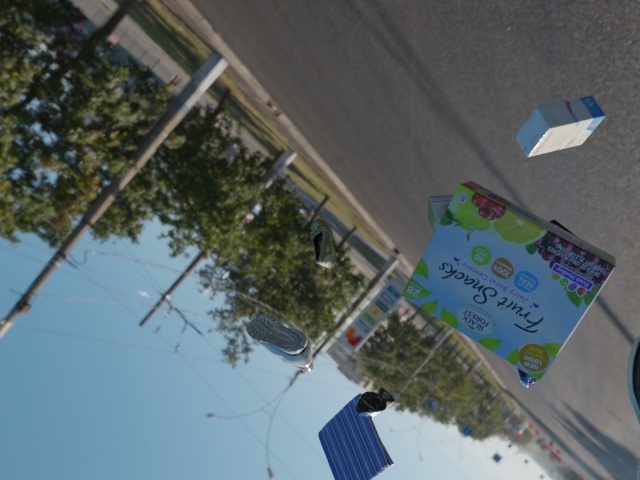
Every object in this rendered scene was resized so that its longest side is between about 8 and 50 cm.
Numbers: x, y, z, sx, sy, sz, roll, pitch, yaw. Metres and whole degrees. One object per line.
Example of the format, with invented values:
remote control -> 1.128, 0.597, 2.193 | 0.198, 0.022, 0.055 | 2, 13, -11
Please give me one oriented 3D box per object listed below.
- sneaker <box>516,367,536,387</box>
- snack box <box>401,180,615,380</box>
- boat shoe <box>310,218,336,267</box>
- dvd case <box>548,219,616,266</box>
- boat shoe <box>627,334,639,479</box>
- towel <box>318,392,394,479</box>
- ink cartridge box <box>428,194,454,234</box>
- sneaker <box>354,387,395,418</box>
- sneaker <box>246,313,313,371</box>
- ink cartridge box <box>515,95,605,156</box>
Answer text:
sneaker -> 0.489, 0.249, 1.475 | 0.090, 0.081, 0.232 | 32, 140, 40
snack box -> 0.236, 0.048, 0.797 | 0.207, 0.175, 0.070 | 33, -159, 19
boat shoe -> -0.001, 0.002, 1.561 | 0.048, 0.056, 0.153 | 17, -135, -32
dvd case -> 0.513, 0.106, 1.365 | 0.180, 0.253, 0.022 | 36, 175, -3
boat shoe -> 0.599, 0.305, 1.033 | 0.127, 0.340, 0.113 | 26, 148, -13
towel -> 0.107, 0.677, 2.024 | 0.040, 0.336, 0.243 | -5, -124, -33
ink cartridge box -> 0.336, -0.035, 1.524 | 0.209, 0.108, 0.062 | -93, -1, -55
sneaker -> 0.129, 0.420, 1.546 | 0.063, 0.073, 0.162 | 44, -164, 27
sneaker -> -0.108, 0.264, 1.592 | 0.235, 0.090, 0.095 | 24, 146, 49
ink cartridge box -> 0.427, -0.204, 1.108 | 0.088, 0.122, 0.052 | 108, 144, -62
